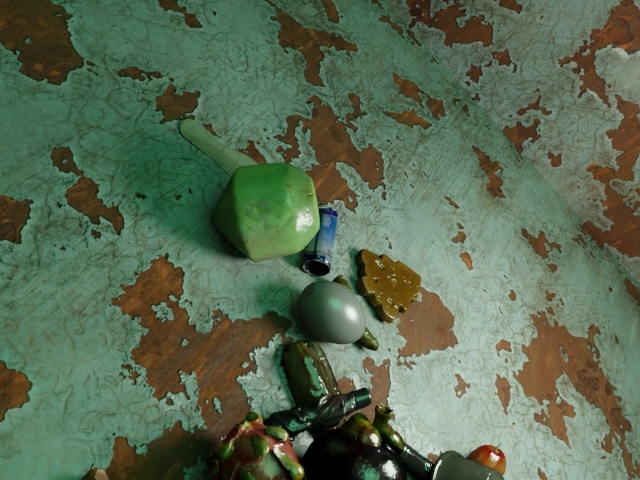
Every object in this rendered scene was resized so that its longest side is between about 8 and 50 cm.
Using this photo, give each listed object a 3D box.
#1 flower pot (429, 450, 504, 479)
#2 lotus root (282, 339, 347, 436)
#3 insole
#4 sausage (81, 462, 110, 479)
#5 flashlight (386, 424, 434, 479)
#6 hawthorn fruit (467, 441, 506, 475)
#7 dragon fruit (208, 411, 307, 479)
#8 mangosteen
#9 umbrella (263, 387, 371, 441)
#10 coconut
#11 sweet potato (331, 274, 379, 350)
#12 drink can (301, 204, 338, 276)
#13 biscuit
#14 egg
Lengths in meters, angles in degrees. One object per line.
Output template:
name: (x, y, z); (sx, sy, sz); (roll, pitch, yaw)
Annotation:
flower pot: (0.460, 0.770, 1.931); (0.269, 0.166, 0.269); (20, 62, -43)
lotus root: (0.001, 0.440, 1.882); (0.167, 0.078, 0.329); (-14, 73, -40)
insole: (-0.316, -0.283, 2.124); (0.348, 0.009, 0.119); (36, 48, -15)
sausage: (-0.478, 0.580, 1.430); (0.065, 0.065, 0.169); (-33, 86, -45)
flashlight: (0.248, 0.646, 1.949); (0.232, 0.093, 0.093); (41, 46, -18)
hawthorn fruit: (0.546, 0.722, 2.100); (0.125, 0.125, 0.140); (9, 79, -34)
dragon fruit: (-0.145, 0.595, 1.593); (0.227, 0.243, 0.307); (-27, 120, -62)
mangosteen: (0.100, 0.620, 1.702); (0.297, 0.297, 0.313); (54, 42, 2)
umbrella: (-0.005, 0.482, 1.777); (0.326, 0.090, 0.094); (-13, 59, -17)
coconut: (-0.169, -0.090, 1.946); (0.328, 0.281, 0.328); (0, 83, 3)
sweet potato: (0.104, 0.243, 2.088); (0.075, 0.075, 0.273); (-19, 79, -43)
drink can: (0.000, 0.000, 2.137); (0.097, 0.097, 0.235); (26, 51, -24)
biscuit: (0.250, 0.159, 2.271); (0.301, 0.043, 0.278); (1, 61, -39)
egg: (0.040, 0.225, 1.974); (0.232, 0.176, 0.176); (40, 46, -25)
